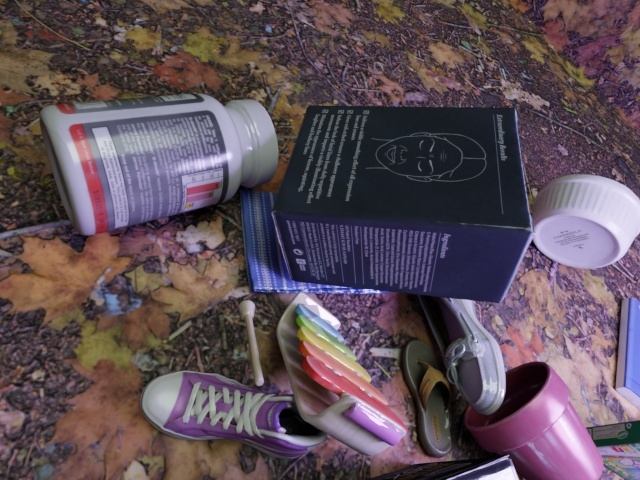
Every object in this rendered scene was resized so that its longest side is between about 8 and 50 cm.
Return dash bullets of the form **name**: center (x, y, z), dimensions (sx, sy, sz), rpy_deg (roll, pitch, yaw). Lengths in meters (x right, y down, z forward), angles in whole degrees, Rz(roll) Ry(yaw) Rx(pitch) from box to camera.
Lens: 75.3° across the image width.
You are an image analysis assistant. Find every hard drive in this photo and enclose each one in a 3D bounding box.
- **hard drive**: center (0.917, 0.338, 1.143), dimensions (0.210, 0.040, 0.319), rpy_deg (39, 53, 0)

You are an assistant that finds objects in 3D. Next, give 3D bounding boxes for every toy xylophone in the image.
- **toy xylophone**: center (-0.007, 0.186, 0.643), dimensions (0.236, 0.081, 0.323), rpy_deg (40, 5, -32)

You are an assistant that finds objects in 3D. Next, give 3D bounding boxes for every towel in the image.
- **towel**: center (0.000, 0.000, 0.902), dimensions (0.335, 0.040, 0.244), rpy_deg (2, 60, -24)

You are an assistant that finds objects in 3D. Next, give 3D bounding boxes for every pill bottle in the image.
- **pill bottle**: center (-0.272, -0.152, 0.752), dimensions (0.362, 0.210, 0.210), rpy_deg (-18, 71, -33)

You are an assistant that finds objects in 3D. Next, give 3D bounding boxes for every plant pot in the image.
- **plant pot**: center (0.407, 0.361, 0.779), dimensions (0.201, 0.201, 0.180), rpy_deg (-31, 77, -36)

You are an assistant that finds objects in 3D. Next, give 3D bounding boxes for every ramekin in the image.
- **ramekin**: center (0.714, -0.038, 1.139), dimensions (0.272, 0.273, 0.127), rpy_deg (37, 64, -2)

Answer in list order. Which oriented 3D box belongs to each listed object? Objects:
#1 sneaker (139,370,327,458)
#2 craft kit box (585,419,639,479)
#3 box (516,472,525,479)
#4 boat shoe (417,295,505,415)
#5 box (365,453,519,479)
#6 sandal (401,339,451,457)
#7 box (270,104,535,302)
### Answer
- **sneaker**: center (-0.122, 0.249, 0.619), dimensions (0.281, 0.161, 0.102), rpy_deg (18, 57, -14)
- **craft kit box**: center (0.731, 0.456, 0.853), dimensions (0.246, 0.250, 0.061), rpy_deg (30, 53, -5)
- **box**: center (0.427, 0.481, 0.829), dimensions (0.081, 0.028, 0.136), rpy_deg (31, 51, -6)
- **boat shoe**: center (0.275, 0.196, 0.851), dimensions (0.102, 0.118, 0.321), rpy_deg (9, 43, -13)
- **box**: center (0.091, 0.389, 0.587), dimensions (0.307, 0.242, 0.077), rpy_deg (-2, 63, -26)
- **sandal**: center (0.218, 0.302, 0.813), dimensions (0.089, 0.060, 0.220), rpy_deg (10, 58, -21)
- **box**: center (0.147, -0.079, 0.776), dimensions (0.394, 0.212, 0.294), rpy_deg (5, 53, 13)
